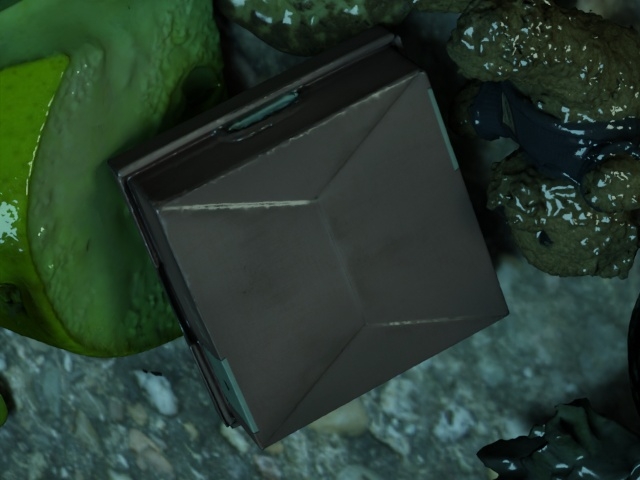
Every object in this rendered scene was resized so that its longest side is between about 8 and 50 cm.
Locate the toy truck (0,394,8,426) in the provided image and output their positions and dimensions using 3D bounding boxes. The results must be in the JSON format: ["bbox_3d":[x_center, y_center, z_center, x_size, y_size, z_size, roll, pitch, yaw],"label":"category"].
[{"bbox_3d":[-0.395,0.163,1.596,0.210,0.187,0.148,19,131,17],"label":"toy truck"}]

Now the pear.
[{"bbox_3d":[-0.193,-0.041,1.300,0.176,0.282,0.286,8,125,30],"label":"pear"}]

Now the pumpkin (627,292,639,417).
[{"bbox_3d":[0.304,0.092,1.165,0.250,0.216,0.250,18,152,10],"label":"pumpkin"}]

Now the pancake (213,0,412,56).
[{"bbox_3d":[-0.018,-0.229,1.251,0.212,0.029,0.235,15,125,19],"label":"pancake"}]

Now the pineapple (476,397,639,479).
[{"bbox_3d":[0.188,0.252,1.341,0.223,0.223,0.357,5,113,26],"label":"pineapple"}]

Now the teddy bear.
[{"bbox_3d":[0.150,-0.085,1.196,0.129,0.182,0.251,-25,128,-4],"label":"teddy bear"}]

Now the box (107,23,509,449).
[{"bbox_3d":[0.000,0.000,1.258,0.086,0.215,0.215,43,158,58],"label":"box"}]
